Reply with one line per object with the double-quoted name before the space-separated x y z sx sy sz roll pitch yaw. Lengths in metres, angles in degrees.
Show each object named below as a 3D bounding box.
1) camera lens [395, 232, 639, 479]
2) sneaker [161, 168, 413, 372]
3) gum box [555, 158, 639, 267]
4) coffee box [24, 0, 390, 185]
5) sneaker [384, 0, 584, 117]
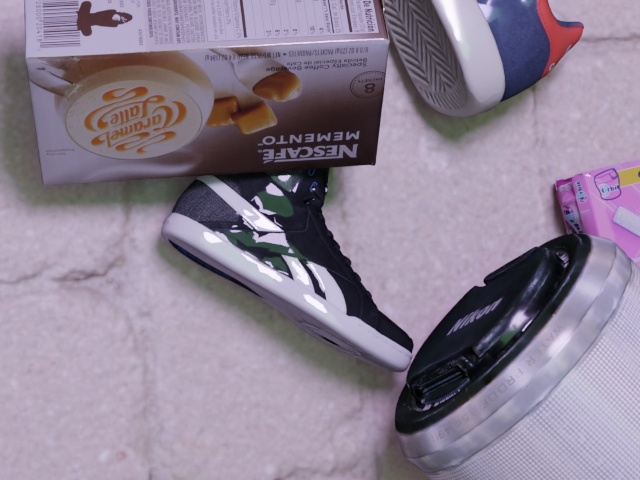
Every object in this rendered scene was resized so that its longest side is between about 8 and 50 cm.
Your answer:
"camera lens" 0.209 0.148 1.215 0.274 0.219 0.219 44 76 -8
"sneaker" 0.000 0.000 1.246 0.217 0.079 0.121 32 78 -10
"gum box" 0.286 -0.018 1.331 0.188 0.062 0.107 -14 89 -16
"coffee box" -0.082 -0.125 1.175 0.246 0.141 0.098 -3 55 -7
"sneaker" 0.095 -0.277 1.279 0.148 0.131 0.350 -25 98 -22
